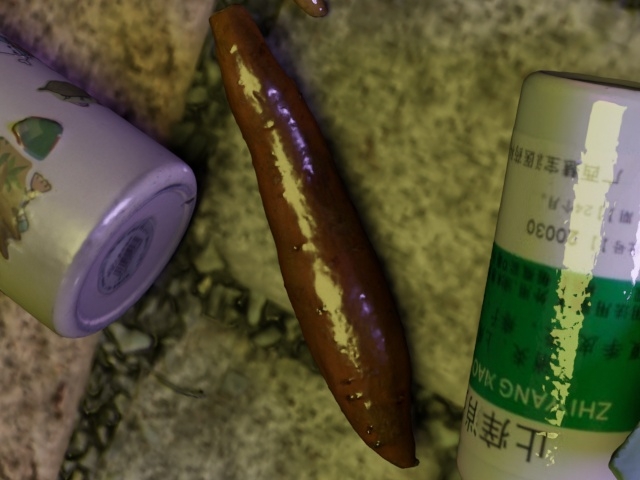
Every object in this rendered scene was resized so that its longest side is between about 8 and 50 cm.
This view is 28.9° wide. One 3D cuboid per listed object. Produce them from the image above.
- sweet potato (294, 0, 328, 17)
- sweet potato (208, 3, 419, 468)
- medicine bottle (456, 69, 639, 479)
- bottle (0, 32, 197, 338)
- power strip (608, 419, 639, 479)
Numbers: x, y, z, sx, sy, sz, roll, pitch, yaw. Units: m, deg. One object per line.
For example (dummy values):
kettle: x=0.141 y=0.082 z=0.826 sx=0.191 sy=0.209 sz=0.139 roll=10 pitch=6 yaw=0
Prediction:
sweet potato: x=-0.079 y=-0.240 z=0.653 sx=0.281 sy=0.059 sz=0.067 roll=51 pitch=122 yaw=8
sweet potato: x=-0.001 y=0.000 z=0.664 sx=0.057 sy=0.057 sz=0.264 roll=-22 pitch=90 yaw=24
medicine bottle: x=0.122 y=0.052 z=0.602 sx=0.095 sy=0.095 sz=0.260 roll=11 pitch=103 yaw=20
bottle: x=-0.200 y=-0.060 z=0.701 sx=0.253 sy=0.120 sz=0.120 roll=35 pitch=110 yaw=15
power strip: x=0.205 y=0.022 z=0.524 sx=0.054 sy=0.167 sz=0.253 roll=35 pitch=113 yaw=21
